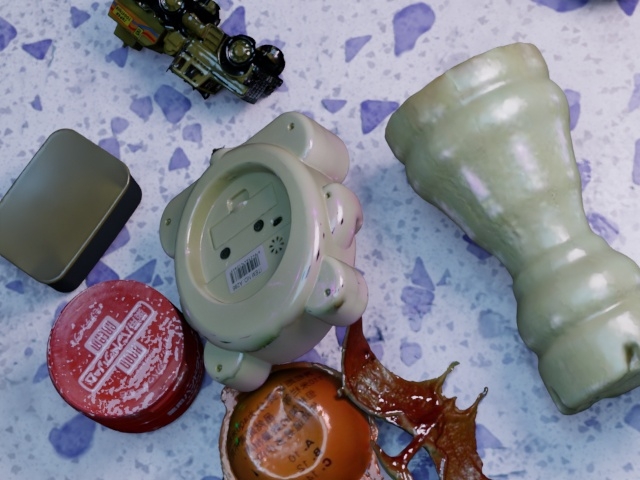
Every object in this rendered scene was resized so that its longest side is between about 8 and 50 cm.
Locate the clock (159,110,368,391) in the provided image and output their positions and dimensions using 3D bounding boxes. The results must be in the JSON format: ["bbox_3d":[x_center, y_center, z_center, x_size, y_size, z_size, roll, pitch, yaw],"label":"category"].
[{"bbox_3d":[-0.070,0.017,1.841,0.284,0.114,0.309,-35,51,23],"label":"clock"}]

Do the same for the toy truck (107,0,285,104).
[{"bbox_3d":[-0.177,-0.280,2.028,0.257,0.127,0.127,34,97,17],"label":"toy truck"}]

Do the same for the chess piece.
[{"bbox_3d":[0.278,-0.010,1.813,0.234,0.234,0.442,-28,74,1],"label":"chess piece"}]

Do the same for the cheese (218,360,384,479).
[{"bbox_3d":[0.000,0.288,1.816,0.217,0.129,0.329,-43,73,-4],"label":"cheese"}]

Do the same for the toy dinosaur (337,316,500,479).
[{"bbox_3d":[0.146,0.209,1.795,0.206,0.113,0.327,-12,66,-33],"label":"toy dinosaur"}]

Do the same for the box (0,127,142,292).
[{"bbox_3d":[-0.353,-0.037,1.998,0.144,0.090,0.201,31,81,17],"label":"box"}]

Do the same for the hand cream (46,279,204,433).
[{"bbox_3d":[-0.254,0.156,1.904,0.193,0.125,0.193,-3,74,10],"label":"hand cream"}]
